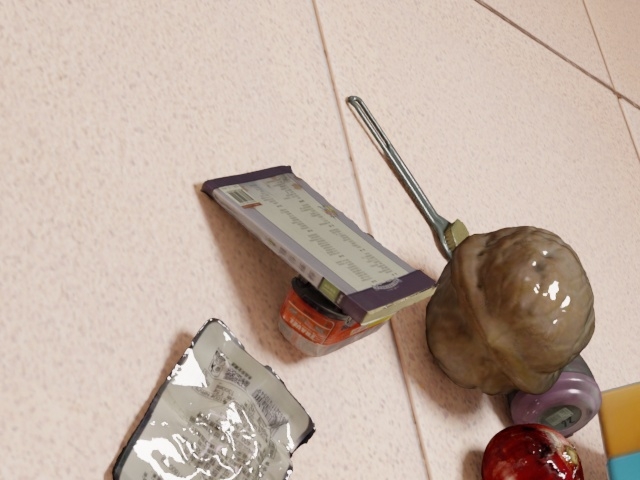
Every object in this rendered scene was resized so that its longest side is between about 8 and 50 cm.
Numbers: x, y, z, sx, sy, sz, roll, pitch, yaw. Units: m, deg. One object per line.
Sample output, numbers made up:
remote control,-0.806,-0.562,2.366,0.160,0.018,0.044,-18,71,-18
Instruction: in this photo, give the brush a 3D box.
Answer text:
brush,0.119,-0.083,1.769,0.266,0.027,0.062,54,31,-10

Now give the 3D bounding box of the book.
book,0.000,0.001,1.428,0.231,0.026,0.157,39,27,21

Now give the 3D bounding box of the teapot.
teapot,0.299,0.177,1.739,0.148,0.116,0.146,31,32,-34

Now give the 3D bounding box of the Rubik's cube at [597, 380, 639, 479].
Rubik's cube,0.540,0.338,1.715,0.290,0.291,0.291,47,31,-51

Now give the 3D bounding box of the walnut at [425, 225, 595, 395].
walnut,0.224,0.087,1.605,0.224,0.224,0.224,36,38,-35

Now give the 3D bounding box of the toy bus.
toy bus,0.019,0.071,1.434,0.079,0.077,0.174,38,25,18

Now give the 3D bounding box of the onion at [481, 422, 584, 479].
onion,0.245,0.274,1.571,0.131,0.131,0.131,36,38,-35

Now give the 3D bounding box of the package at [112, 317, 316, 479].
package,-0.093,0.190,1.225,0.166,0.040,0.232,46,41,-17
